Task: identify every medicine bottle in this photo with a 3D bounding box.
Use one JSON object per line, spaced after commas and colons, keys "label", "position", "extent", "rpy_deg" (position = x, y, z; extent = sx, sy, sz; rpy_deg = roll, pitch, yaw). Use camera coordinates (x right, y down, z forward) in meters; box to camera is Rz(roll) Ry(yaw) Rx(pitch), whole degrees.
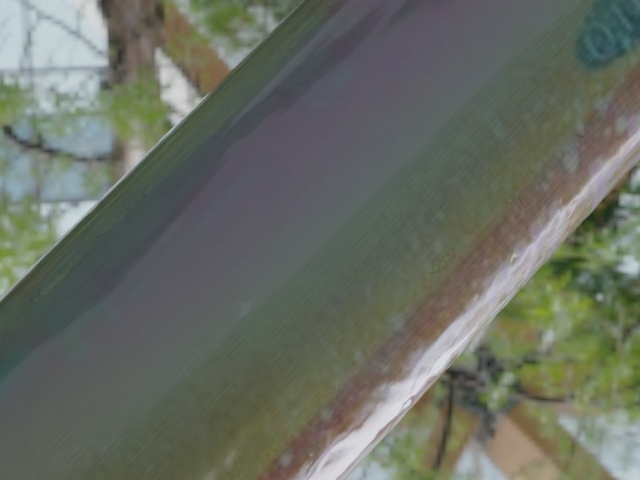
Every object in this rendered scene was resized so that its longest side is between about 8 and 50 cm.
{"label": "medicine bottle", "position": [0.000, 0.000, 0.408], "extent": [0.426, 0.108, 0.108], "rpy_deg": [-46, -140, -12]}
